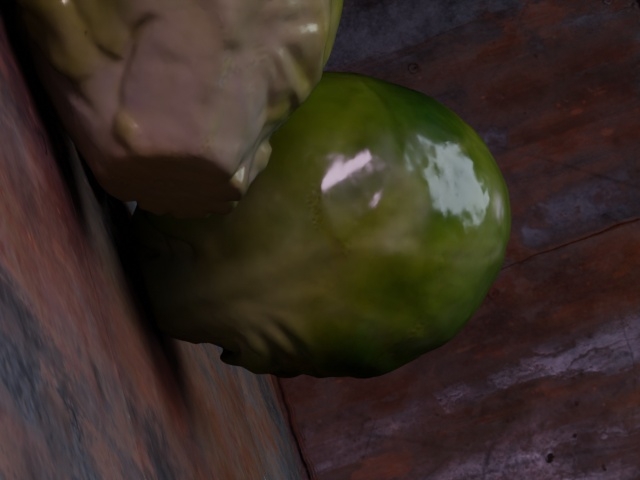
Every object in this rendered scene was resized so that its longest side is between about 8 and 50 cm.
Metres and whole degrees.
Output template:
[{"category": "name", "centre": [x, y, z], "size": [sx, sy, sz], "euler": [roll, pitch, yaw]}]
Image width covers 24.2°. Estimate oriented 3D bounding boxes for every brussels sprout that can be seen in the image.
[{"category": "brussels sprout", "centre": [-0.109, -0.183, 1.033], "size": [0.316, 0.243, 0.273], "euler": [-103, -159, -46]}, {"category": "brussels sprout", "centre": [0.000, 0.000, 1.291], "size": [0.344, 0.344, 0.268], "euler": [74, 6, -69]}]
